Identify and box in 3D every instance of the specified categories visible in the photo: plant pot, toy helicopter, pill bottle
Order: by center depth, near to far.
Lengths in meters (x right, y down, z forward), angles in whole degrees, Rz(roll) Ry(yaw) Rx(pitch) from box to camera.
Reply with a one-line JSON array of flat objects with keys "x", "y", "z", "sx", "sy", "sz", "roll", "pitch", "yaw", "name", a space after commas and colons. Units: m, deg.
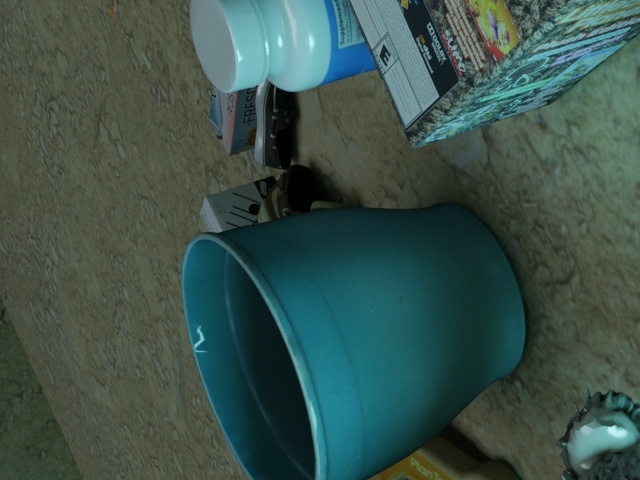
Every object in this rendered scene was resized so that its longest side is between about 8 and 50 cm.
[{"x": 0.005, "y": -0.199, "z": 1.132, "sx": 0.124, "sy": 0.221, "sz": 0.124, "roll": 47, "pitch": 148, "yaw": 44, "name": "pill bottle"}, {"x": 0.041, "y": 0.087, "z": 1.229, "sx": 0.271, "sy": 0.255, "sz": 0.271, "roll": 46, "pitch": 146, "yaw": 45, "name": "plant pot"}, {"x": 0.091, "y": 0.204, "z": 1.420, "sx": 0.355, "sy": 0.140, "sz": 0.235, "roll": 28, "pitch": 124, "yaw": 43, "name": "toy helicopter"}]

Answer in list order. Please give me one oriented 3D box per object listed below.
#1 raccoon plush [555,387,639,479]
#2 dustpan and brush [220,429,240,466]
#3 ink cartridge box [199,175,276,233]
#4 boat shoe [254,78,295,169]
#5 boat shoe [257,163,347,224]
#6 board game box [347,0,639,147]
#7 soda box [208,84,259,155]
[{"x": 0.167, "y": 0.257, "z": 1.036, "sx": 0.446, "sy": 0.216, "sz": 0.299, "roll": 3, "pitch": 84, "yaw": 56, "name": "raccoon plush"}, {"x": -0.103, "y": 0.320, "z": 1.991, "sx": 0.147, "sy": 0.060, "sz": 0.211, "roll": 18, "pitch": 117, "yaw": 63, "name": "dustpan and brush"}, {"x": -0.061, "y": 0.026, "z": 1.606, "sx": 0.207, "sy": 0.097, "sz": 0.046, "roll": 62, "pitch": 155, "yaw": 21, "name": "ink cartridge box"}, {"x": -0.049, "y": -0.144, "z": 1.526, "sx": 0.040, "sy": 0.049, "sz": 0.142, "roll": 22, "pitch": 134, "yaw": 17, "name": "boat shoe"}, {"x": -0.007, "y": -0.002, "z": 1.441, "sx": 0.095, "sy": 0.095, "sz": 0.257, "roll": -64, "pitch": 32, "yaw": 24, "name": "boat shoe"}, {"x": 0.131, "y": -0.235, "z": 0.929, "sx": 0.232, "sy": 0.141, "sz": 0.291, "roll": 67, "pitch": 156, "yaw": 8, "name": "board game box"}, {"x": -0.090, "y": -0.188, "z": 1.556, "sx": 0.063, "sy": 0.058, "sz": 0.183, "roll": 56, "pitch": 152, "yaw": 31, "name": "soda box"}]
